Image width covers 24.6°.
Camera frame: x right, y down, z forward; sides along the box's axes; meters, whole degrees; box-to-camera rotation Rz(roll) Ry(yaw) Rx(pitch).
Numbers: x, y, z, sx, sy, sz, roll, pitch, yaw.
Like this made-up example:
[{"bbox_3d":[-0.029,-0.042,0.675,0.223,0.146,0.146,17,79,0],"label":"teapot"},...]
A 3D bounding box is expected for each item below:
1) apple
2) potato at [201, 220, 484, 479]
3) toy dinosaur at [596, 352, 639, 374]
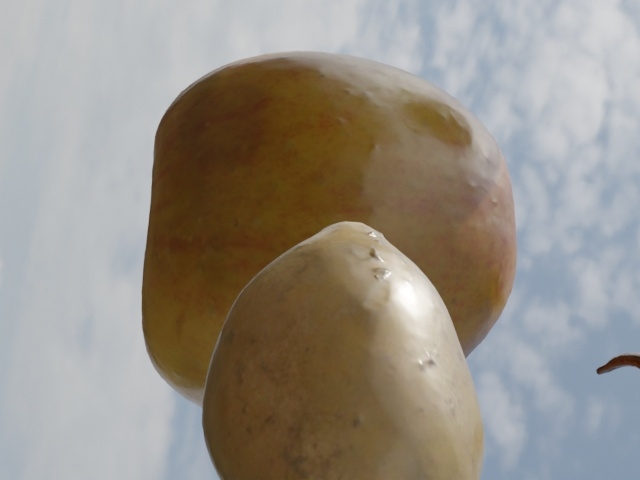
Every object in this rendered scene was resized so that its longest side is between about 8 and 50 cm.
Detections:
[{"bbox_3d":[0.000,0.000,1.123,0.299,0.275,0.299,179,-90,-82],"label":"apple"},{"bbox_3d":[0.008,0.065,0.581,0.112,0.112,0.147,122,-34,-42],"label":"potato"},{"bbox_3d":[0.419,0.142,1.177,0.208,0.432,0.097,-50,139,-58],"label":"toy dinosaur"}]
